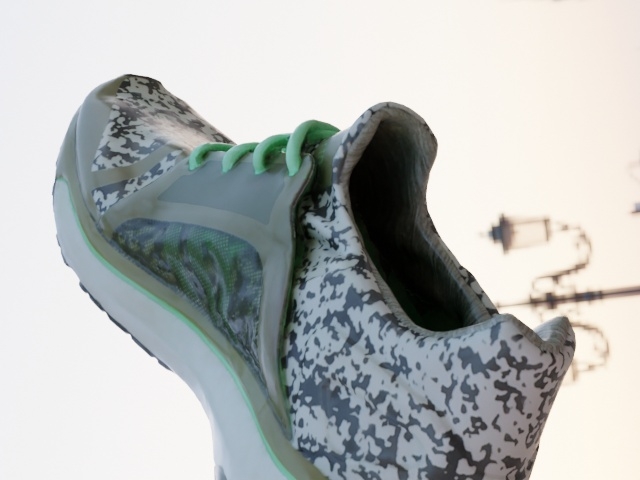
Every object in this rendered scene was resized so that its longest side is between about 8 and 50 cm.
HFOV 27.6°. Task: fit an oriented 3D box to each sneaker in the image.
[{"bbox_3d":[0.000,0.000,0.646,0.158,0.182,0.410,7,-150,-39],"label":"sneaker"}]
